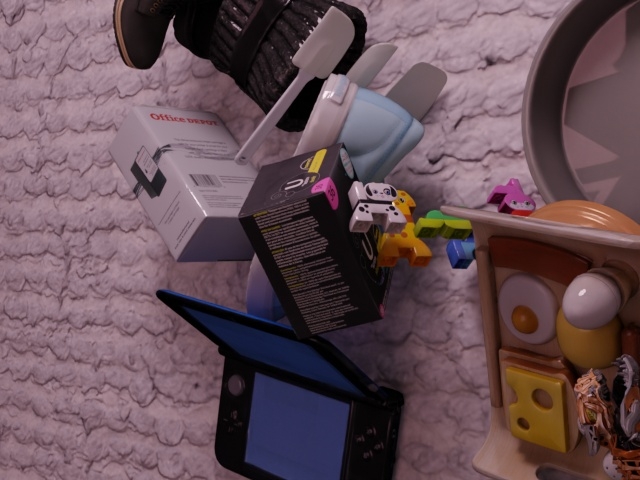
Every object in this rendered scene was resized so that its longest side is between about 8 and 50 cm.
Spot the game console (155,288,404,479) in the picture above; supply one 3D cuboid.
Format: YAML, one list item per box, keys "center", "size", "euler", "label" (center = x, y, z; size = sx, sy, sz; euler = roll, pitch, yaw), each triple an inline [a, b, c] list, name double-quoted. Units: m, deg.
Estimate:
- center: [-0.065, 0.203, 1.302]
  size: [0.293, 0.173, 0.250]
  euler: [13, 98, 41]
  label: "game console"

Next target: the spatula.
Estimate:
- center: [0.018, -0.144, 1.259]
  size: [0.242, 0.168, 0.019]
  euler: [-50, 28, 33]
  label: "spatula"

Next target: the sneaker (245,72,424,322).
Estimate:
- center: [0.015, -0.015, 1.265]
  size: [0.150, 0.135, 0.366]
  euler: [23, 132, 0]
  label: "sneaker"

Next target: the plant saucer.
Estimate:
- center: [0.260, 0.059, 1.061]
  size: [0.200, 0.037, 0.200]
  euler: [24, 127, 36]
  label: "plant saucer"

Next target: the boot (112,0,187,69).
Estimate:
- center: [-0.190, -0.297, 1.341]
  size: [0.137, 0.076, 0.198]
  euler: [31, 121, 40]
  label: "boot"

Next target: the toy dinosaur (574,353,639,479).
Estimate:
- center: [0.361, 0.216, 0.923]
  size: [0.218, 0.322, 0.164]
  euler: [-39, 28, 15]
  label: "toy dinosaur"

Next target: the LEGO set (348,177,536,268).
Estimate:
- center: [0.118, -0.027, 1.146]
  size: [0.087, 0.227, 0.093]
  euler: [117, 147, -46]
  label: "LEGO set"

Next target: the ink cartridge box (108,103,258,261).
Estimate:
- center: [-0.161, -0.075, 1.401]
  size: [0.087, 0.153, 0.208]
  euler: [-52, 57, 29]
  label: "ink cartridge box"

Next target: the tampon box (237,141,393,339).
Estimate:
- center: [0.000, 0.000, 1.137]
  size: [0.101, 0.120, 0.161]
  euler: [-15, 116, 19]
  label: "tampon box"

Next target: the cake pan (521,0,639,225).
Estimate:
- center: [0.334, -0.124, 1.031]
  size: [0.293, 0.054, 0.293]
  euler: [0, 89, 41]
  label: "cake pan"

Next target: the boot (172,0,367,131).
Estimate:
- center: [-0.046, -0.333, 1.310]
  size: [0.260, 0.131, 0.348]
  euler: [40, 126, 41]
  label: "boot"

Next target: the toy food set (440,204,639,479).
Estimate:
- center: [0.223, 0.120, 1.032]
  size: [0.219, 0.092, 0.306]
  euler: [12, 118, 43]
  label: "toy food set"
